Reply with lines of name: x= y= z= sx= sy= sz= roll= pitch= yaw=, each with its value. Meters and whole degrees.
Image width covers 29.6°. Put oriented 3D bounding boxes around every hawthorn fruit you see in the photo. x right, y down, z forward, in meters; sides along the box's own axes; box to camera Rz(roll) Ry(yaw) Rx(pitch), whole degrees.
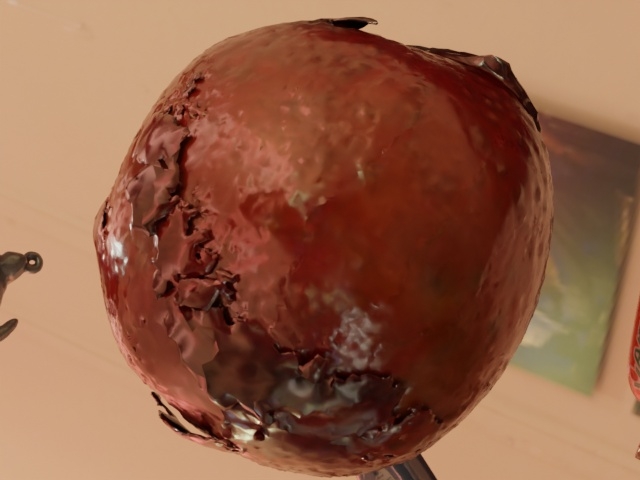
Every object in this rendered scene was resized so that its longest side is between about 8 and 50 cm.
hawthorn fruit: x=0.008 y=-0.004 z=0.766 sx=0.316 sy=0.316 sz=0.316 roll=-49 pitch=-29 yaw=-39

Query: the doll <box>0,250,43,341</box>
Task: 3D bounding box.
doll: x=-0.299 y=0.042 z=0.885 sx=0.195 sy=0.104 sz=0.062 roll=-17 pitch=-38 yaw=-14

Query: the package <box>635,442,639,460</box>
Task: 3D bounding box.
package: x=0.256 y=0.133 z=0.366 sx=0.165 sy=0.311 sz=0.221 roll=-143 pitch=72 yaw=-76

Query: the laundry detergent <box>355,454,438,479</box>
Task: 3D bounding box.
laundry detergent: x=0.070 y=0.224 z=1.132 sx=0.061 sy=0.206 sz=0.096 roll=-23 pitch=-21 yaw=-23

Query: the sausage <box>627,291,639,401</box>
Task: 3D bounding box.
sausage: x=0.173 y=0.033 z=0.590 sx=0.048 sy=0.050 sz=0.145 roll=-98 pitch=7 yaw=-54
